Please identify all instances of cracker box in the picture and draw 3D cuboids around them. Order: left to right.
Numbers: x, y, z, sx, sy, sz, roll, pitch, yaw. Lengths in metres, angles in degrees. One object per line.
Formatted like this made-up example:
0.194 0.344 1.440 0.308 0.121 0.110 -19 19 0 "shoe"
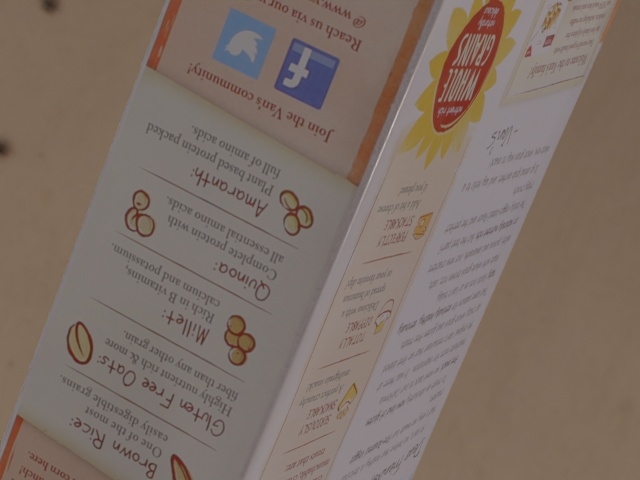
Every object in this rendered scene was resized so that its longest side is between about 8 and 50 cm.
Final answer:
0.000 0.000 0.476 0.067 0.232 0.155 27 15 18 "cracker box"
